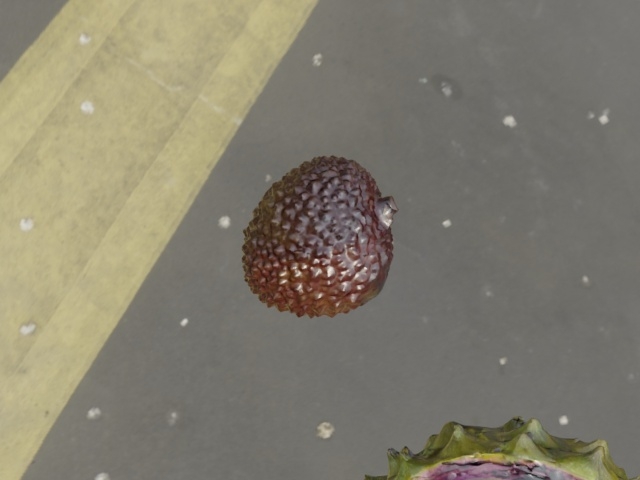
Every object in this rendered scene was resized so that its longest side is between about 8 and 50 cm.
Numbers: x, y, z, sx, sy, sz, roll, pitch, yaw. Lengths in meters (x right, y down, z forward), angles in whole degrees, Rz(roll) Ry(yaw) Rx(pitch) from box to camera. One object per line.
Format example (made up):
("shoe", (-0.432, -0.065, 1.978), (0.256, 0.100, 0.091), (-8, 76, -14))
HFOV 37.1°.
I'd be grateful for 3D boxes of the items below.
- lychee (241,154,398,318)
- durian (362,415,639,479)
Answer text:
("lychee", (-0.001, 0.001, 0.737), (0.129, 0.123, 0.123), (-29, 86, -7))
("durian", (0.083, 0.111, 0.364), (0.119, 0.187, 0.108), (-47, 133, -68))
